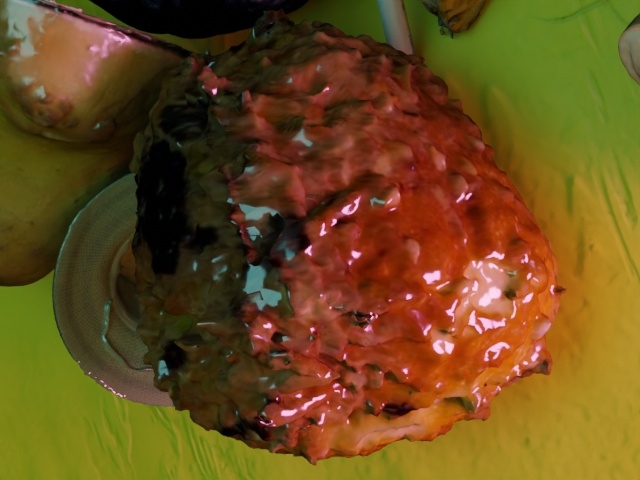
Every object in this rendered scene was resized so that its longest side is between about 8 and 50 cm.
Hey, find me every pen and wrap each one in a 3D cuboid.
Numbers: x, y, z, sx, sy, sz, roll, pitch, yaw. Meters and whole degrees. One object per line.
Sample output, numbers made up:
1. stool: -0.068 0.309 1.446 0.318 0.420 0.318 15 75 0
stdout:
1. pen: 0.060 -0.228 1.569 0.026 0.026 0.218 12 138 29

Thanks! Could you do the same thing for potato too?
1. potato: -0.275 -0.083 1.671 0.397 0.289 0.296 27 100 64

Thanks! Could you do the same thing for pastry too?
1. pastry: -0.004 0.014 1.504 0.405 0.337 0.292 53 145 7

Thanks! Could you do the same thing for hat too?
1. hat: -0.151 0.028 1.716 0.110 0.252 0.252 -140 63 -66

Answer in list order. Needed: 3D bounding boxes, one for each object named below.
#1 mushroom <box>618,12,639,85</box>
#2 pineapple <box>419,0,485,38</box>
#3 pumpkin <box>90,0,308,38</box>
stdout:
1. mushroom: 0.374 -0.100 1.400 0.189 0.195 0.254 -24 71 -5
2. pineapple: 0.136 -0.290 1.537 0.079 0.135 0.233 45 113 21
3. pumpkin: -0.119 -0.360 1.586 0.363 0.266 0.363 12 119 22
